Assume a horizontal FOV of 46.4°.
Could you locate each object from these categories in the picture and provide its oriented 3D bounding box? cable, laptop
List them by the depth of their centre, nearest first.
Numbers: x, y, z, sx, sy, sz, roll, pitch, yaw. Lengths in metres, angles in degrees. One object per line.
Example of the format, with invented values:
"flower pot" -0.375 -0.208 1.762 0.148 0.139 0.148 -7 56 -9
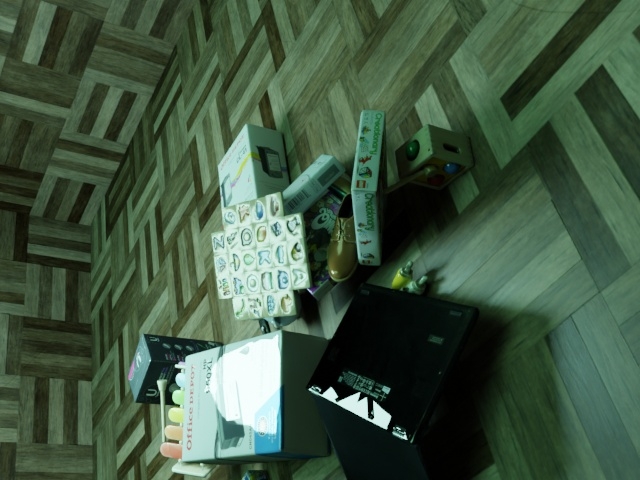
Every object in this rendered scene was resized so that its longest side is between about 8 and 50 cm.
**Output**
"laptop" 0.169 0.333 1.472 0.382 0.236 0.408 9 68 60
"cable" 0.155 0.164 1.618 0.139 0.072 0.287 68 152 19

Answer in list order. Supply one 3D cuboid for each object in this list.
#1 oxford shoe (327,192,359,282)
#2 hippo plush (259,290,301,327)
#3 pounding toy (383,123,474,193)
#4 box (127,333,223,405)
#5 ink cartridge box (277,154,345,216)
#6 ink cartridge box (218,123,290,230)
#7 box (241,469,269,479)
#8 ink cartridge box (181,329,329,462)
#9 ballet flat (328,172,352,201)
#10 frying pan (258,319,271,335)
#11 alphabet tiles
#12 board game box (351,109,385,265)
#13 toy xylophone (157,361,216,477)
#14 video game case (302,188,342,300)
"oxford shoe" 0.051 -0.010 1.672 0.076 0.076 0.212 1 63 16
"hippo plush" -0.108 0.099 1.974 0.294 0.234 0.237 2 102 19
"pounding toy" 0.214 -0.153 1.512 0.130 0.141 0.100 -39 49 48
"box" -0.432 0.403 2.295 0.165 0.270 0.143 -66 32 20
"ink cartridge box" -0.058 -0.137 1.863 0.189 0.066 0.232 -44 24 -9
"ink cartridge box" -0.200 -0.157 2.239 0.226 0.131 0.306 -47 43 42
"box" -0.196 0.689 2.001 0.169 0.059 0.054 -62 36 27
"ink cartridge box" -0.170 0.406 1.876 0.395 0.166 0.286 -21 62 42
"ballet flat" 0.035 -0.148 1.892 0.073 0.080 0.232 -50 31 -11
"frying pan" -0.176 0.148 2.168 0.326 0.053 0.197 24 102 58
"alphabet tiles" -0.149 0.043 1.789 0.342 0.011 0.285 -11 85 45
"board game box" 0.107 -0.102 1.565 0.305 0.053 0.193 79 -163 -61
"toy xylophone" -0.374 0.502 2.115 0.236 0.081 0.323 -7 87 23
"video game case" 0.000 0.000 1.766 0.210 0.042 0.232 -42 51 -5
